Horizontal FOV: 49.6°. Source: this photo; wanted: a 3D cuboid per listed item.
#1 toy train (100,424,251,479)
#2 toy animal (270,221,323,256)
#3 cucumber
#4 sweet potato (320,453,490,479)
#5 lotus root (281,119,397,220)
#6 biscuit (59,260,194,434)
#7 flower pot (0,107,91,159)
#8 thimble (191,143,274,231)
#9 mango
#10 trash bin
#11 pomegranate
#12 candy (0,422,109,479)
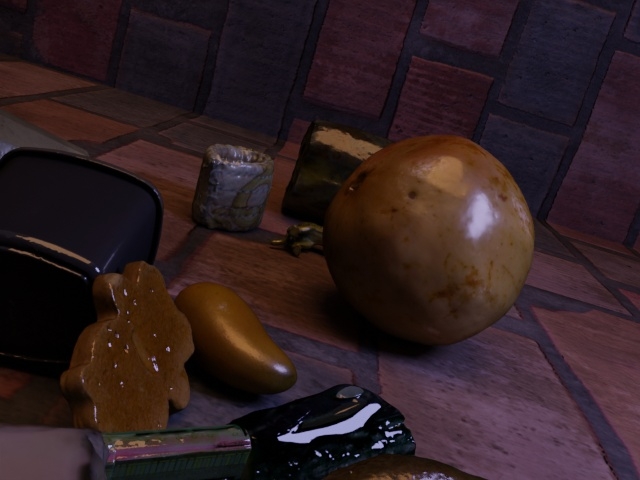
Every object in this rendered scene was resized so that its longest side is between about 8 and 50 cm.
[{"bbox_3d":[-0.127,0.186,0.563,0.148,0.071,0.038,6,19,-34],"label":"toy train"},{"bbox_3d":[0.000,0.000,1.354,0.181,0.073,0.136,6,7,3],"label":"toy animal"},{"bbox_3d":[-0.004,0.189,0.680,0.193,0.085,0.115,-3,26,-38],"label":"cucumber"},{"bbox_3d":[0.100,0.234,0.639,0.244,0.077,0.077,7,19,-26],"label":"sweet potato"},{"bbox_3d":[0.099,-0.121,1.566,0.346,0.250,0.250,22,16,-2],"label":"lotus root"},{"bbox_3d":[-0.178,0.115,0.654,0.036,0.166,0.225,-17,28,12],"label":"biscuit"},{"bbox_3d":[-0.455,-0.091,0.987,0.202,0.212,0.212,25,9,-33],"label":"flower pot"},{"bbox_3d":[-0.174,-0.103,1.351,0.137,0.143,0.190,22,16,15],"label":"thimble"},{"bbox_3d":[-0.105,0.118,0.803,0.102,0.085,0.184,4,30,-50],"label":"mango"},{"bbox_3d":[-0.303,0.008,0.797,0.209,0.182,0.290,16,21,-8],"label":"trash bin"},{"bbox_3d":[0.169,0.011,1.082,0.342,0.342,0.342,16,16,-5],"label":"pomegranate"},{"bbox_3d":[-0.200,0.190,0.355,0.195,0.137,0.185,9,18,-22],"label":"candy"}]
